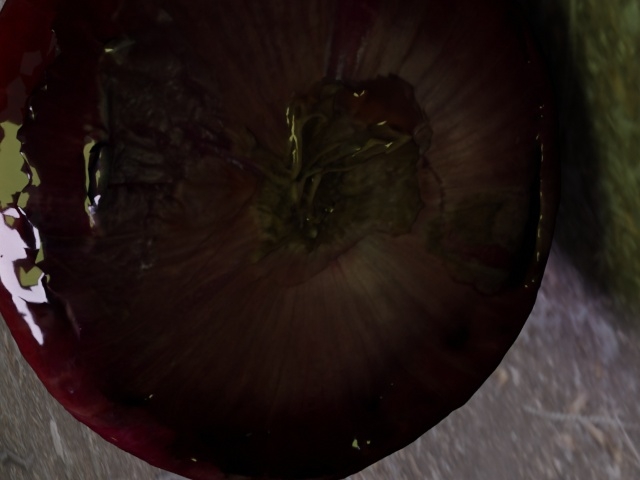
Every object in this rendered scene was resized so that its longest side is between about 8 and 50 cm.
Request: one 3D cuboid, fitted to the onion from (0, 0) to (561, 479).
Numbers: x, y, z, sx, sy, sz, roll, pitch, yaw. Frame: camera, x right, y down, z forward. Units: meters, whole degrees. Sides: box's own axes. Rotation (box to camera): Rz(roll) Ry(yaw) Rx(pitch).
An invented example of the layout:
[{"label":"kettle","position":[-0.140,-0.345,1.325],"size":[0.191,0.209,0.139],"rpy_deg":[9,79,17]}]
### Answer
[{"label":"onion","position":[-0.025,-0.027,0.730],"size":[0.161,0.248,0.248],"rpy_deg":[7,116,53]}]
